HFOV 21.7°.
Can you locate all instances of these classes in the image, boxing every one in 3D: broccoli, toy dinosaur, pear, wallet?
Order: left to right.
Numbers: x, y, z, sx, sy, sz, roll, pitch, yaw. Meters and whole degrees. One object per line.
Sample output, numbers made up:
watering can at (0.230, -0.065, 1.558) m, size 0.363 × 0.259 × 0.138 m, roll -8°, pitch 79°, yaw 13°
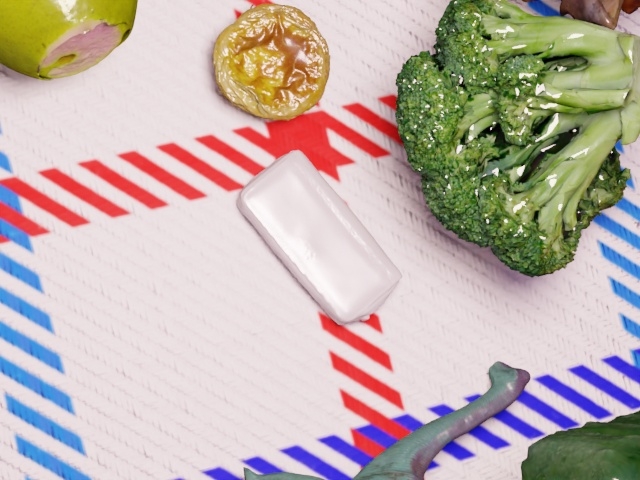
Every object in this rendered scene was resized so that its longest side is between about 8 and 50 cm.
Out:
pear at (-0.279, -0.268, 1.638) m, size 0.187 × 0.187 × 0.219 m, roll -28°, pitch 75°, yaw -19°
wallet at (0.000, 0.000, 1.738) m, size 0.095 × 0.033 × 0.190 m, roll -38°, pitch 92°, yaw -17°
toy dinosaur at (0.116, 0.291, 1.620) m, size 0.331 × 0.129 × 0.383 m, roll -17°, pitch 45°, yaw -10°
broccoli at (0.214, -0.117, 1.694) m, size 0.308 × 0.275 × 0.307 m, roll 13°, pitch 73°, yaw -47°

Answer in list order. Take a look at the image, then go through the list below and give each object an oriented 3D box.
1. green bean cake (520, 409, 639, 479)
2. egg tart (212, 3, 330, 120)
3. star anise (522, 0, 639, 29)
green bean cake at (0.342, 0.320, 1.652) m, size 0.308 × 0.169 × 0.300 m, roll -8°, pitch 94°, yaw -40°
egg tart at (-0.052, -0.186, 1.747) m, size 0.130 × 0.052 × 0.130 m, roll 2°, pitch 81°, yaw -15°
star anise at (0.285, -0.310, 1.796) m, size 0.292 × 0.109 × 0.349 m, roll 21°, pitch 37°, yaw -6°
